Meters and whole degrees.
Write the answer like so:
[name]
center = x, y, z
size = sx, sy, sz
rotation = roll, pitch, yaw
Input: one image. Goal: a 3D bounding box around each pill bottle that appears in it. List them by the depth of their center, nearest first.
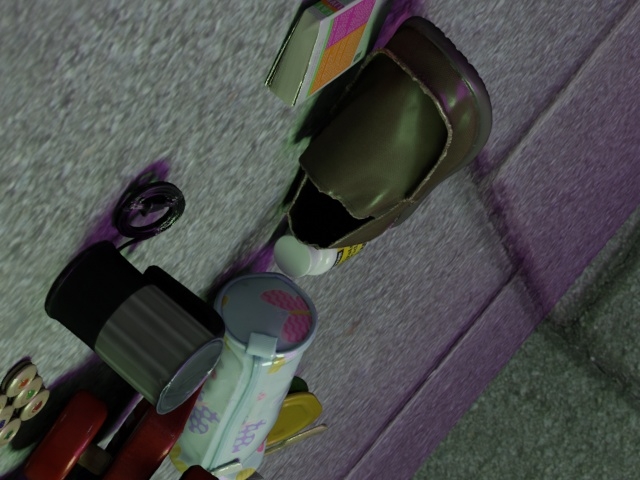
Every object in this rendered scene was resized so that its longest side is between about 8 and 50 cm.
[pill bottle]
center = 0.000, 0.000, 2.033
size = 0.116, 0.065, 0.065
rotation = -29, 154, -53

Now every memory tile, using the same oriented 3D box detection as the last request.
[memory tile]
center = -0.299, 0.173, 1.681
size = 0.148, 0.012, 0.113
rotation = -46, 164, -16

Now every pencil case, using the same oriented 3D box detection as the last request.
[pencil case]
center = -0.089, 0.154, 2.049
size = 0.124, 0.113, 0.273
rotation = -60, 175, -44

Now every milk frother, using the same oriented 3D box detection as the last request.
[milk frother]
center = -0.136, 0.044, 1.607
size = 0.129, 0.134, 0.143
rotation = -38, 161, -41

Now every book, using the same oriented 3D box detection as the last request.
[book]
center = 0.018, -0.188, 1.699
size = 0.144, 0.035, 0.096
rotation = -36, 159, -48

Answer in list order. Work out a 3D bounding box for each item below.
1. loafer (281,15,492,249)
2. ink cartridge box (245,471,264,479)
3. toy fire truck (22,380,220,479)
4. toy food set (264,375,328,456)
[loafer]
center = 0.057, -0.078, 1.841
size = 0.130, 0.134, 0.366
rotation = -37, 166, -26
[ink cartridge box]
center = -0.183, 0.387, 2.459
size = 0.235, 0.056, 0.171
rotation = -54, 166, 6
[toy fire truck]
center = -0.209, 0.250, 1.887
size = 0.302, 0.169, 0.254
rotation = -55, -177, 20
[toy food set]
center = -0.069, 0.204, 2.345
size = 0.128, 0.071, 0.218
rotation = -25, 161, -1
